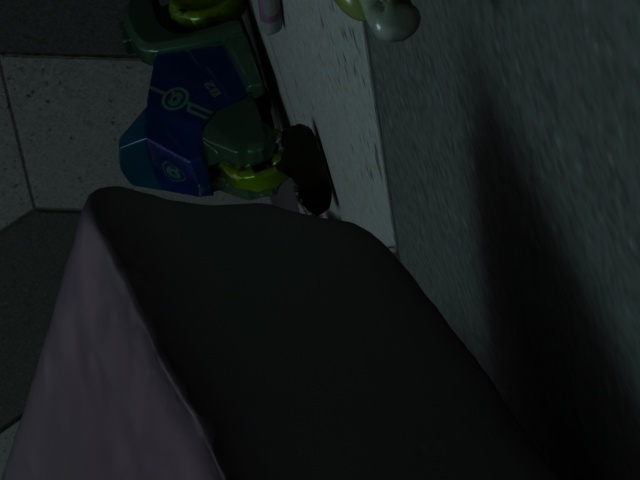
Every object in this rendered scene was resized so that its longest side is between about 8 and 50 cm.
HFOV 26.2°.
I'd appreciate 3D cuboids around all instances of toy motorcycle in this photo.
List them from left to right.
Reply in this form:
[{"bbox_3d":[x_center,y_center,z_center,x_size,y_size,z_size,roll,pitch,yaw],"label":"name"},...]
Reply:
[{"bbox_3d":[-0.147,-0.153,1.635,0.326,0.200,0.191,-107,3,-49],"label":"toy motorcycle"}]

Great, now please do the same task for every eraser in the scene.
[{"bbox_3d":[-0.036,0.195,0.511,0.272,0.122,0.359,57,137,38],"label":"eraser"}]

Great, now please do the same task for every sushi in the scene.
[{"bbox_3d":[-0.017,-0.059,1.210,0.046,0.044,0.083,172,83,-86],"label":"sushi"}]

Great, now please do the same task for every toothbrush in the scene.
[{"bbox_3d":[-0.045,-0.227,1.089,0.286,0.020,0.025,85,162,-73],"label":"toothbrush"}]

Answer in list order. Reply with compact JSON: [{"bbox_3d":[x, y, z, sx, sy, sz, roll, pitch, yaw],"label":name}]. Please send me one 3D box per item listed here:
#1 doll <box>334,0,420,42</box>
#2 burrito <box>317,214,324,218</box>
[{"bbox_3d":[0.004,-0.119,0.431,0.162,0.062,0.106,-113,12,-73],"label":"doll"},{"bbox_3d":[0.000,0.000,1.298,0.045,0.041,0.185,-64,7,4],"label":"burrito"}]
